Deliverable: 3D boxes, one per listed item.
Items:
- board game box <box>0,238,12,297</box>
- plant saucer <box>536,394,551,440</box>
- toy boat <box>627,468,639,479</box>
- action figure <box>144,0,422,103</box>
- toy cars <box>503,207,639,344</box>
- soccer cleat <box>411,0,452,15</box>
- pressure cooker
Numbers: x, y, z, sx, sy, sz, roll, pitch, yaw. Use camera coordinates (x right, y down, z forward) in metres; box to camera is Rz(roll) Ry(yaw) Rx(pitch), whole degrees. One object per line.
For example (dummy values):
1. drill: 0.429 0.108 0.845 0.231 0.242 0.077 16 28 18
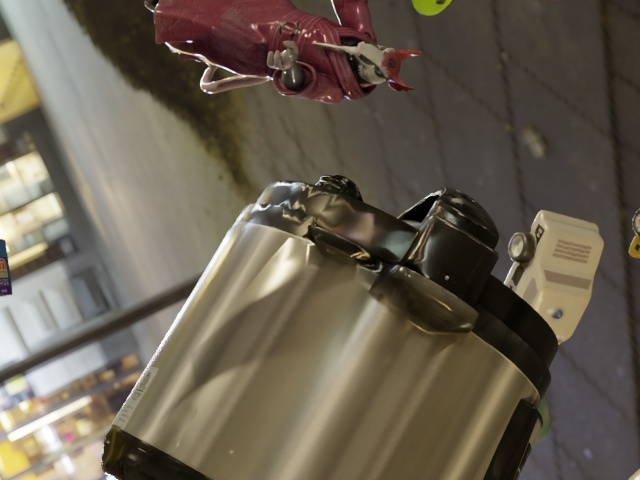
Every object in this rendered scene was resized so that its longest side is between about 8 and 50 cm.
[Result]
1. board game box: -0.343 0.031 1.009 0.210 0.160 0.047 1 -100 -69
2. plant saucer: 0.253 0.197 2.026 0.037 0.195 0.195 -56 50 29
3. toy boat: 0.388 0.391 1.825 0.148 0.318 0.267 44 -125 -68
4. action figure: -0.041 -0.239 1.872 0.370 0.248 0.275 22 145 23
5. toy cars: 0.340 0.014 1.607 0.176 0.394 0.087 58 179 -34
6. soccer cleat: 0.148 -0.329 1.562 0.072 0.060 0.179 -41 -27 -68
7. pressure cooker: 0.029 0.134 1.435 0.370 0.420 0.375 19 163 40
